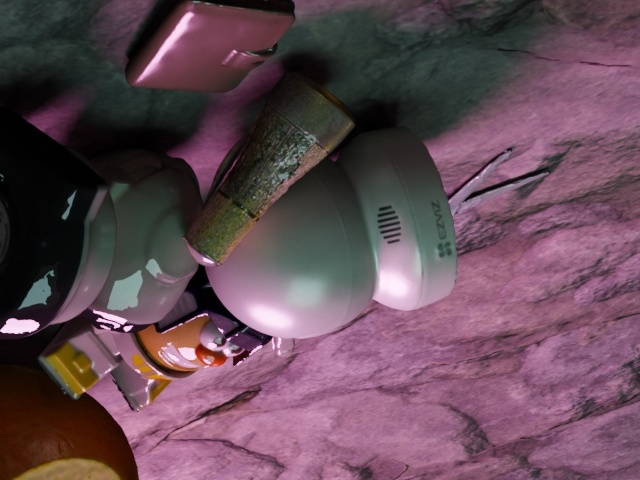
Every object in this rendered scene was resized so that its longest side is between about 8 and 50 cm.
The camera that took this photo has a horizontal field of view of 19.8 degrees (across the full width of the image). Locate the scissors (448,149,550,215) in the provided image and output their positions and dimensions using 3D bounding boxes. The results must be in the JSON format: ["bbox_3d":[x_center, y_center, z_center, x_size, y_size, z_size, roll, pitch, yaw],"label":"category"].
[{"bbox_3d":[0.137,-0.030,2.058,0.247,0.017,0.144,-31,148,29],"label":"scissors"}]

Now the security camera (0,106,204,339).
[{"bbox_3d":[-0.228,-0.004,1.755,0.277,0.197,0.191,1,117,-53],"label":"security camera"}]

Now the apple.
[{"bbox_3d":[-0.380,0.331,2.112,0.374,0.384,0.374,-11,146,-7],"label":"apple"}]

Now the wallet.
[{"bbox_3d":[-0.098,-0.179,1.642,0.118,0.039,0.152,6,151,-29],"label":"wallet"}]

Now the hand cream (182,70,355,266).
[{"bbox_3d":[-0.056,-0.061,1.738,0.203,0.084,0.084,-53,146,1],"label":"hand cream"}]

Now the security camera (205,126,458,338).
[{"bbox_3d":[0.000,0.000,1.839,0.236,0.195,0.194,-17,154,-13],"label":"security camera"}]

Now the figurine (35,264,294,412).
[{"bbox_3d":[-0.153,0.085,2.010,0.308,0.143,0.308,-22,169,-4],"label":"figurine"}]
